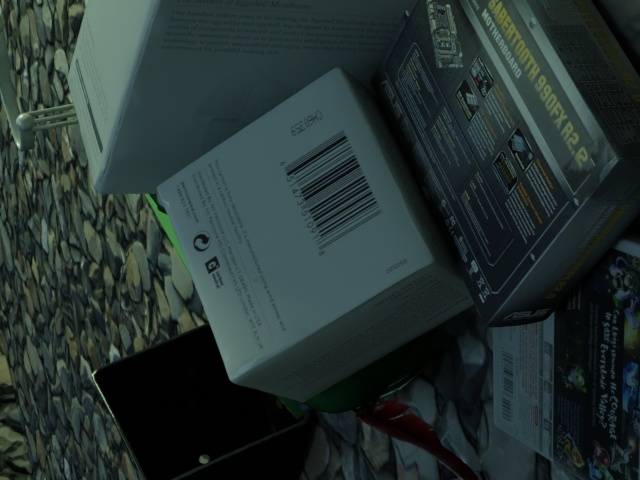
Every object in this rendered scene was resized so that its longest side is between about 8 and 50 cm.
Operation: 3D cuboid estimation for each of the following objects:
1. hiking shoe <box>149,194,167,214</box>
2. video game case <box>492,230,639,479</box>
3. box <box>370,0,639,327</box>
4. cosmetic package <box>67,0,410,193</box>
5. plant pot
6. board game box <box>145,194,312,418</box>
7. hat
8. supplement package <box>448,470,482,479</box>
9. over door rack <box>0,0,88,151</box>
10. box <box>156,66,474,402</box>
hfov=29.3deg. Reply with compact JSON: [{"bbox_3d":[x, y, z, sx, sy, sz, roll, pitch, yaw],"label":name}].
[{"bbox_3d":[-0.110,-0.129,1.185,0.304,0.113,0.132,-103,27,-48],"label":"hiking shoe"},{"bbox_3d":[0.178,0.074,0.860,0.173,0.022,0.190,28,124,58],"label":"video game case"},{"bbox_3d":[0.126,-0.086,0.826,0.231,0.056,0.183,67,148,30],"label":"box"},{"bbox_3d":[-0.061,-0.160,0.973,0.224,0.224,0.138,-61,40,45],"label":"cosmetic package"},{"bbox_3d":[-0.126,0.227,1.383,0.188,0.187,0.167,51,157,43],"label":"plant pot"},{"bbox_3d":[-0.110,0.015,1.274,0.317,0.046,0.213,57,178,36],"label":"board game box"},{"bbox_3d":[0.005,0.131,0.993,0.208,0.173,0.183,-37,25,35],"label":"hat"},{"bbox_3d":[0.100,0.300,1.022,0.105,0.105,0.179,-46,59,60],"label":"supplement package"},{"bbox_3d":[-0.269,-0.269,1.367,0.324,0.239,0.108,66,154,22],"label":"over door rack"},{"bbox_3d":[0.000,0.000,0.935,0.182,0.119,0.181,-32,63,17],"label":"box"}]
